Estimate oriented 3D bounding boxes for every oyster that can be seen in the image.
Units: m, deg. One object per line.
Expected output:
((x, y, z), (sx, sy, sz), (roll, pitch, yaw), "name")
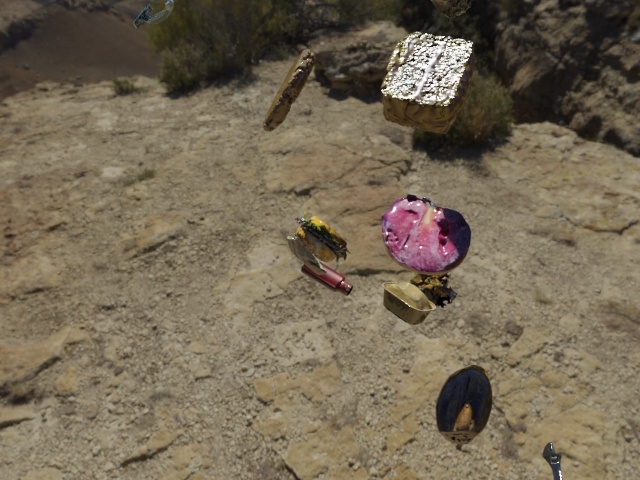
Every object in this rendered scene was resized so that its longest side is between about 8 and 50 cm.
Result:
((0.499, -0.961, 1.732), (0.198, 0.268, 0.112), (37, 65, 11), "oyster")

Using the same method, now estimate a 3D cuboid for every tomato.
((0.373, 0.010, 1.751), (0.334, 0.176, 0.290), (20, 63, 15), "tomato")

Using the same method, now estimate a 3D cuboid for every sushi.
((0.513, 0.193, 2.167), (0.199, 0.204, 0.213), (-8, 24, 29), "sushi")

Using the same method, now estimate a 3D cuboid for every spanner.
((0.521, 0.537, 1.035), (0.012, 0.046, 0.209), (30, 35, -6), "spanner")

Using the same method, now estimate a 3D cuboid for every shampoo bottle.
((0.036, 0.180, 2.295), (0.260, 0.064, 0.102), (31, 50, 18), "shampoo bottle")

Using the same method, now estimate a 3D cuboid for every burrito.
((-0.048, 0.044, 1.595), (0.058, 0.229, 0.063), (0, 58, 34), "burrito")

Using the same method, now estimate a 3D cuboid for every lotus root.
((0.526, 0.587, 1.694), (0.193, 0.193, 0.291), (14, 49, 21), "lotus root")

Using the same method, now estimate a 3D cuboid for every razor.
((-0.385, -0.540, 1.120), (0.191, 0.037, 0.068), (17, 73, 49), "razor")

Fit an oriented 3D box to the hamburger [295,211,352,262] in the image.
((0.003, 0.003, 1.348), (0.093, 0.189, 0.164), (-52, 20, 0), "hamburger")

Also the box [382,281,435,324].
((0.270, 0.186, 1.467), (0.111, 0.111, 0.177), (-24, 39, -28), "box")

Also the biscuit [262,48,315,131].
((-0.076, -0.352, 1.122), (0.042, 0.226, 0.226), (27, 32, -17), "biscuit")

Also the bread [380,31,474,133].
((0.227, -0.340, 1.016), (0.181, 0.096, 0.222), (15, 65, 20), "bread")
